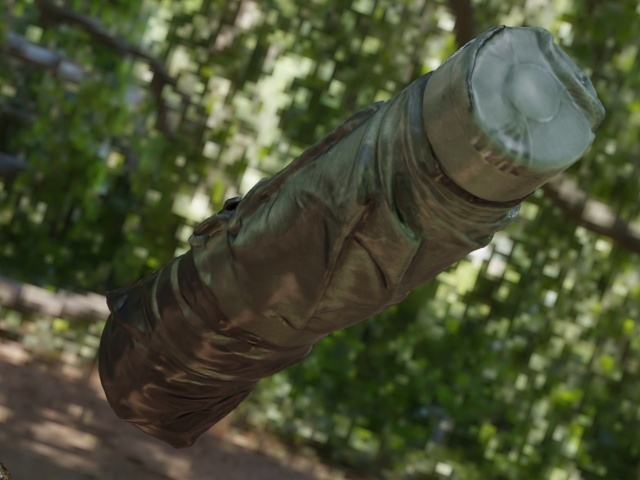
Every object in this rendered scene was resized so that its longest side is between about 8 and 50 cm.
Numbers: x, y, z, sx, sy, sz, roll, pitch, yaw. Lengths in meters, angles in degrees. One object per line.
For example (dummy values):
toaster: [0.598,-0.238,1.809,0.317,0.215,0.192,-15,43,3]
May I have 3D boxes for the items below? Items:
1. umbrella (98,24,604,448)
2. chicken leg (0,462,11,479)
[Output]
umbrella: [0.000,0.000,0.436,0.050,0.046,0.188,-32,-4,-36]
chicken leg: [-0.072,0.047,0.335,0.021,0.036,0.083,-3,-27,16]
